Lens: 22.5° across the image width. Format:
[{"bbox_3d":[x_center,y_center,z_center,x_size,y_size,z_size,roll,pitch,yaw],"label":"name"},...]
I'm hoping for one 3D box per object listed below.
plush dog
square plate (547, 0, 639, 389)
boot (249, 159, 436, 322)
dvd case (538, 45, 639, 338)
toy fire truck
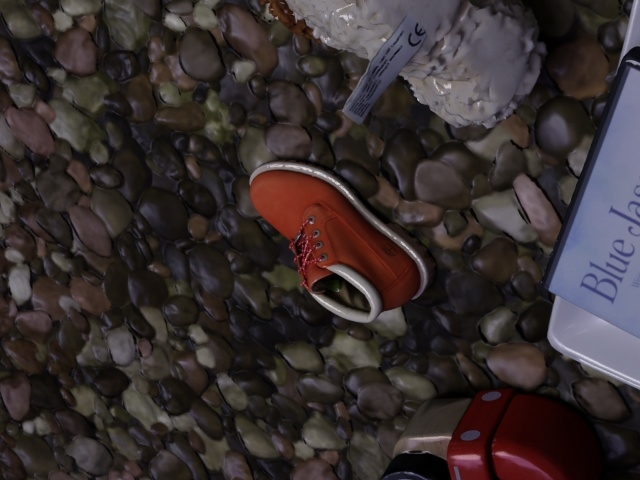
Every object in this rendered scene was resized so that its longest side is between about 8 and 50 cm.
[{"bbox_3d":[0.011,-0.204,1.003,0.225,0.211,0.262,37,133,49],"label":"plush dog"},{"bbox_3d":[0.328,-0.013,0.954,0.344,0.049,0.347,25,126,23],"label":"square plate"},{"bbox_3d":[0.000,0.000,1.168,0.158,0.084,0.059,34,131,17],"label":"boot"},{"bbox_3d":[0.269,0.012,0.962,0.253,0.022,0.180,29,128,20],"label":"dvd case"},{"bbox_3d":[0.179,0.226,1.136,0.246,0.158,0.217,-6,111,24],"label":"toy fire truck"}]
